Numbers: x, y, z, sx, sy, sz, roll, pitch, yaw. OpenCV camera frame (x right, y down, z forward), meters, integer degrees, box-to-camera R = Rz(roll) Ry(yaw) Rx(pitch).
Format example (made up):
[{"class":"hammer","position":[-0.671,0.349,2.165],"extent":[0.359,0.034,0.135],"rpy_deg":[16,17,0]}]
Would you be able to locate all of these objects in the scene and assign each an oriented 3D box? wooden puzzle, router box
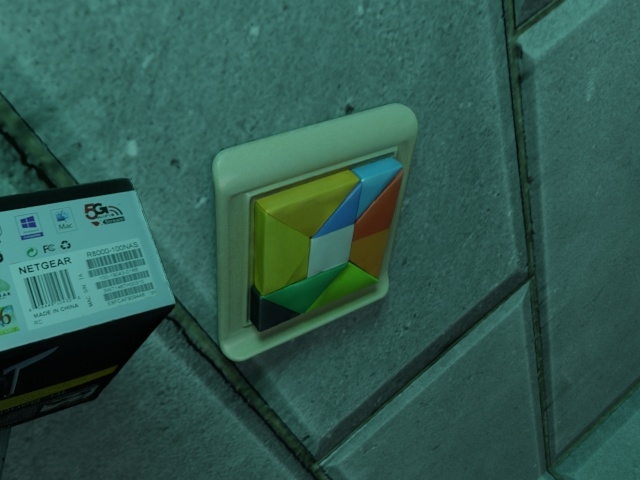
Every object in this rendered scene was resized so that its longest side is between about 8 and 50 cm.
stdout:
[{"class":"wooden puzzle","position":[0.000,0.000,0.638],"extent":[0.220,0.044,0.239],"rpy_deg":[-20,133,-28]},{"class":"router box","position":[-0.262,0.077,0.349],"extent":[0.308,0.081,0.243],"rpy_deg":[-14,164,-34]}]

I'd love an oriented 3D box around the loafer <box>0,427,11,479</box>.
[{"class":"loafer","position":[-0.320,0.239,0.529],"extent":[0.084,0.096,0.268],"rpy_deg":[13,106,-25]}]
